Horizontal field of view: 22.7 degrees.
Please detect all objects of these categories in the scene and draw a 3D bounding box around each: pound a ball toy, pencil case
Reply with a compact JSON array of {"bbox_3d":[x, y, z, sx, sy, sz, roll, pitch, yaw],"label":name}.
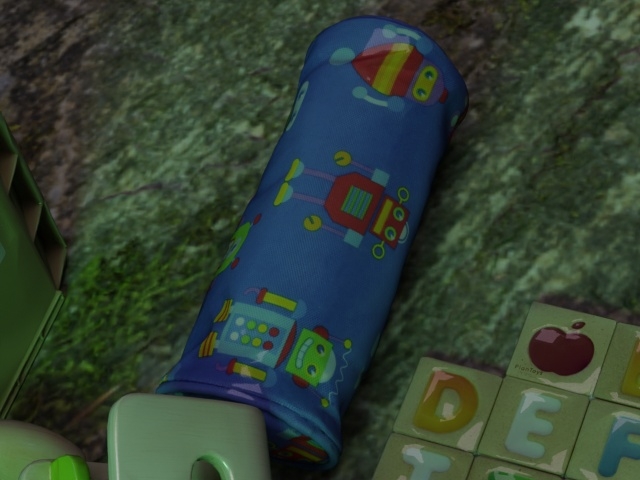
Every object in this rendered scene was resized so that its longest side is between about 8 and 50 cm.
[{"bbox_3d":[-0.101,0.229,0.901,0.135,0.208,0.319,12,58,-34],"label":"pound a ball toy"},{"bbox_3d":[0.000,0.000,1.029,0.119,0.133,0.306,30,61,-15],"label":"pencil case"}]

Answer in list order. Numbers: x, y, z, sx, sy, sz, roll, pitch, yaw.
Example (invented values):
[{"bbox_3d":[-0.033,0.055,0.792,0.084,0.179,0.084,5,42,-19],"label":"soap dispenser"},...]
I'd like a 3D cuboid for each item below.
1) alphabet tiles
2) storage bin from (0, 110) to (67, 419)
[{"bbox_3d":[0.153,0.196,0.930,0.285,0.011,0.342,13,60,22],"label":"alphabet tiles"},{"bbox_3d":[-0.282,0.035,0.970,0.123,0.262,0.260,13,61,17],"label":"storage bin"}]
